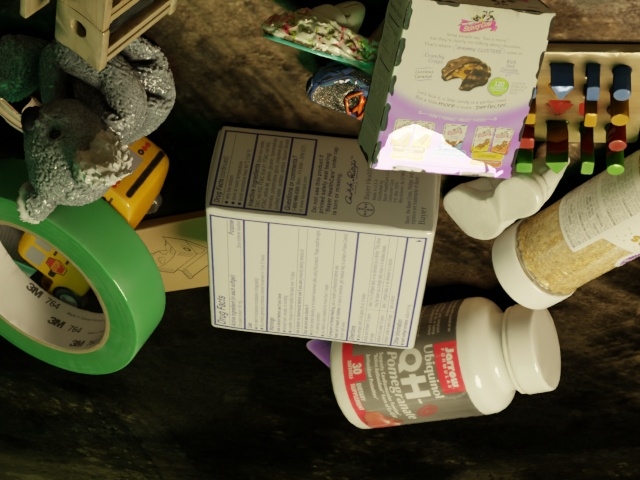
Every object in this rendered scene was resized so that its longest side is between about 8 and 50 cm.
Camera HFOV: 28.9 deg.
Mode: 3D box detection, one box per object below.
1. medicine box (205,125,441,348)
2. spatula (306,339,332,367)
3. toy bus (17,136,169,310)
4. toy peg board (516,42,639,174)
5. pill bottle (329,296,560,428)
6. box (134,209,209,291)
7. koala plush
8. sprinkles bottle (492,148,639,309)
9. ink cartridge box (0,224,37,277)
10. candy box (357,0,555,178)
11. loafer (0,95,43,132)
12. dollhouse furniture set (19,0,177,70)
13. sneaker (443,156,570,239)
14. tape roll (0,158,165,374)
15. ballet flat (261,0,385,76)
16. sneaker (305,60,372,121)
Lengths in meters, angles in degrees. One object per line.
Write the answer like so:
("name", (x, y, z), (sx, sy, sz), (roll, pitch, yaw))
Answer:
("medicine box", (0.000, 0.000, 1.637), (0.289, 0.149, 0.263), (7, 142, 2))
("spatula", (0.107, 0.232, 2.090), (0.296, 0.030, 0.084), (31, 138, -31))
("toy bus", (-0.317, -0.023, 1.697), (0.130, 0.108, 0.333), (36, 141, -7))
("toy peg board", (0.294, -0.145, 1.439), (0.161, 0.079, 0.160), (2, 146, 8))
("pill bottle", (0.189, 0.180, 1.863), (0.318, 0.176, 0.176), (-12, 142, 27))
("box", (-0.209, 0.019, 1.841), (0.201, 0.021, 0.164), (-9, 143, 24))
("koala plush", (-0.276, -0.130, 1.446), (0.196, 0.221, 0.203), (-21, 138, 35))
("sprinkles bottle", (0.373, -0.031, 1.557), (0.121, 0.121, 0.355), (25, 143, -25))
("ink cartridge box", (-0.639, 0.020, 1.889), (0.330, 0.071, 0.324), (25, 143, -27))
("candy box", (0.143, -0.172, 1.334), (0.165, 0.070, 0.196), (4, 118, -16))
("loafer", (-0.384, -0.171, 1.570), (0.125, 0.045, 0.039), (30, 134, -26))
("dollhouse furniture set", (-0.256, -0.303, 1.305), (0.184, 0.129, 0.129), (37, 146, 10))
("sneaker", (0.242, -0.062, 1.585), (0.080, 0.094, 0.212), (55, 154, -9))
("tape roll", (-0.362, 0.039, 1.647), (0.321, 0.077, 0.321), (20, 139, 18))
("ballet flat", (0.051, -0.222, 1.382), (0.241, 0.077, 0.091), (18, -172, -22))
("sneaker", (0.089, -0.153, 1.460), (0.221, 0.087, 0.083), (14, 146, -10))
